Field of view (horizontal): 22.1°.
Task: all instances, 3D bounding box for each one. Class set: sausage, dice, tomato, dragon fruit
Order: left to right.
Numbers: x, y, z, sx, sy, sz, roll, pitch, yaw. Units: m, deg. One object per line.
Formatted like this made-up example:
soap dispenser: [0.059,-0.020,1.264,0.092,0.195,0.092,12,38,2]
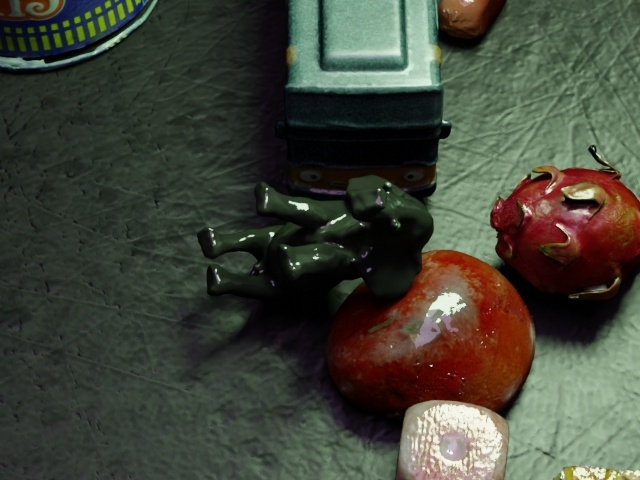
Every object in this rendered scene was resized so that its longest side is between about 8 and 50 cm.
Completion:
tomato: [0.099,0.075,1.469,0.189,0.099,0.173,13,62,10]
dice: [0.111,0.196,1.402,0.093,0.091,0.094,9,61,6]
sausage: [0.157,-0.250,1.683,0.054,0.059,0.094,21,66,27]
dragon fruit: [0.241,-0.006,1.502,0.166,0.136,0.133,2,48,-21]

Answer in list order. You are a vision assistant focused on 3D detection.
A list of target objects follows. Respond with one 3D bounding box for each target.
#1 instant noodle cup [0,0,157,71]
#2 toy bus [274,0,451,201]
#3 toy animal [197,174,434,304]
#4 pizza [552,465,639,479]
instant noodle cup: [-0.300,-0.371,1.616,0.284,0.312,0.284,0,59,0]
toy bus: [0.038,-0.215,1.587,0.162,0.194,0.323,0,59,0]
toy animal: [0.001,-0.006,1.450,0.146,0.245,0.114,7,81,-36]
pizza: [0.279,0.252,1.392,0.134,0.046,0.175,-25,62,-12]
